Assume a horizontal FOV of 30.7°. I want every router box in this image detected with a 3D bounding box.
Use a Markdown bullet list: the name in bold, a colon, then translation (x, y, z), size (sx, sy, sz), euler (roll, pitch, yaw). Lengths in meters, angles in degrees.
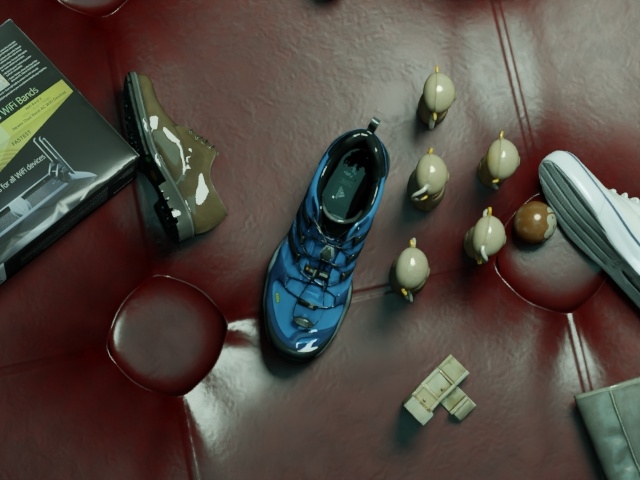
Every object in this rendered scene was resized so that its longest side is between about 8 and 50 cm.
- **router box**: translation (-0.415, -0.084, 1.414), size (0.309, 0.081, 0.243), euler (-41, 84, -21)

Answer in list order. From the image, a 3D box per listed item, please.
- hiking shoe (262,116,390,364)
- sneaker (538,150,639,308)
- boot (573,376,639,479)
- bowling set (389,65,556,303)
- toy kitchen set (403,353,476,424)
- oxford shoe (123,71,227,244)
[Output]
- **hiking shoe**: translation (0.000, 0.000, 1.410), size (0.113, 0.132, 0.304), euler (16, 84, 3)
- **sneaker**: translation (0.373, -0.015, 1.435), size (0.091, 0.094, 0.258), euler (-38, 88, -21)
- **boot**: translation (0.349, 0.283, 1.400), size (0.189, 0.076, 0.209), euler (-19, 90, -15)
- **bowling set**: translation (0.194, -0.059, 1.401), size (0.199, 0.154, 0.287), euler (6, 84, 2)
- **toy kitchen set**: translation (0.153, 0.192, 1.413), size (0.068, 0.075, 0.083), euler (45, 91, 4)
- **oxford shoe**: translation (-0.183, -0.112, 1.465), size (0.096, 0.083, 0.227), euler (-21, 83, -20)
